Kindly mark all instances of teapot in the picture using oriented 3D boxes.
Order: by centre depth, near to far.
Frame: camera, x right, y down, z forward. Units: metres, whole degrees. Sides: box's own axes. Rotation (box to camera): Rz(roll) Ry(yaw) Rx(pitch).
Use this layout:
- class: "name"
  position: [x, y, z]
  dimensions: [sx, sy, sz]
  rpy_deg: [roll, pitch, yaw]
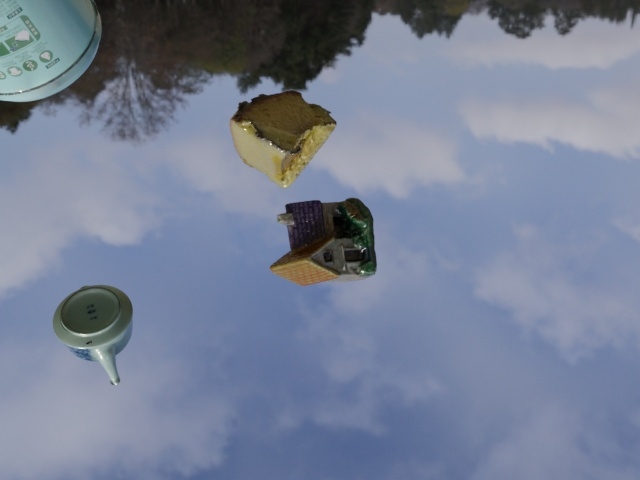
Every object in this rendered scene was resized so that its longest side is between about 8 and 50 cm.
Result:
- class: "teapot"
  position: [-0.464, 0.184, 1.397]
  dimensions: [0.159, 0.159, 0.232]
  rpy_deg: [-11, -131, -24]

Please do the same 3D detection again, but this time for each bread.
- class: "bread"
  position: [-0.067, -0.193, 1.153]
  dimensions: [0.140, 0.169, 0.160]
  rpy_deg: [38, 180, 13]

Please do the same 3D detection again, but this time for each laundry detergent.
- class: "laundry detergent"
  position: [-0.577, -0.429, 1.226]
  dimensions: [0.287, 0.305, 0.287]
  rpy_deg: [-4, -117, 8]

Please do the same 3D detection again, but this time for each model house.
- class: "model house"
  position: [0.000, 0.000, 0.791]
  dimensions: [0.100, 0.101, 0.087]
  rpy_deg: [-1, 171, -34]
